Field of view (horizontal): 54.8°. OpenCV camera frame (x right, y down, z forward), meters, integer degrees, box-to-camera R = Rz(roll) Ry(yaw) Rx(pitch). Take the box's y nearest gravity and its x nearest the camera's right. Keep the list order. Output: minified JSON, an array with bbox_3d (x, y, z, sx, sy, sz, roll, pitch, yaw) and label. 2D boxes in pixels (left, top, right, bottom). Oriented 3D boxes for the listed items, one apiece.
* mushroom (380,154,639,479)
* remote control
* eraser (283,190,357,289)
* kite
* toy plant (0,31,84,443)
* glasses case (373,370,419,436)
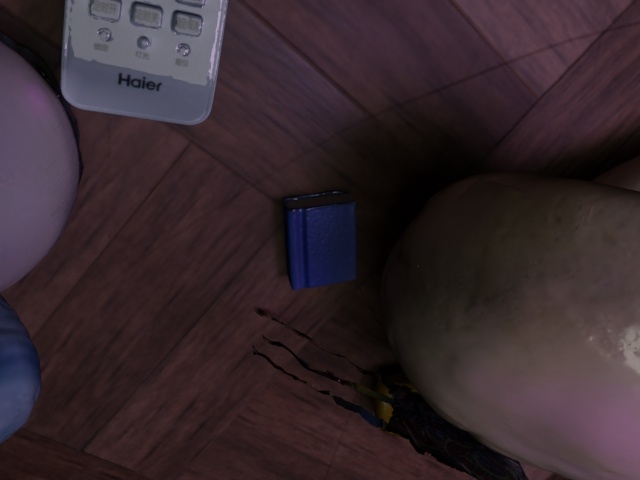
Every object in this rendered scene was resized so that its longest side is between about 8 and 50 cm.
[{"bbox_3d":[0.233,0.076,0.519,0.356,0.315,0.315,0,118,-15],"label":"mushroom"},{"bbox_3d":[-0.104,-0.224,0.399,0.103,0.051,0.293,6,113,-19],"label":"remote control"},{"bbox_3d":[0.000,0.000,0.563,0.063,0.027,0.084,-8,121,-10],"label":"eraser"},{"bbox_3d":[0.060,0.146,0.565,0.286,0.152,0.015,29,100,-3],"label":"kite"},{"bbox_3d":[-0.259,0.013,0.323,0.247,0.332,0.247,-7,122,-12],"label":"toy plant"},{"bbox_3d":[0.173,0.167,0.683,0.234,0.064,0.079,-8,112,-10],"label":"glasses case"}]
